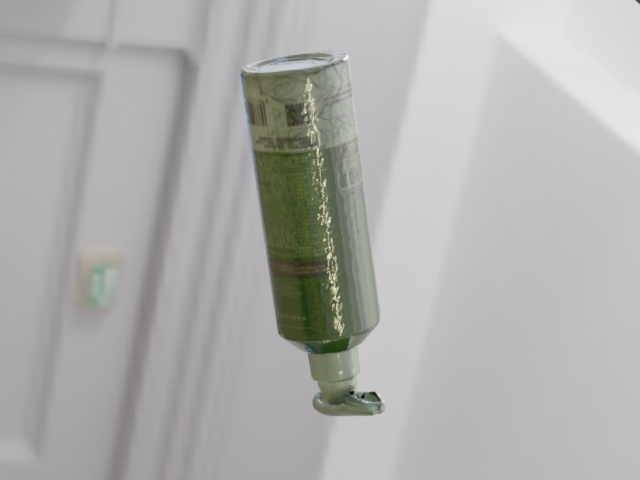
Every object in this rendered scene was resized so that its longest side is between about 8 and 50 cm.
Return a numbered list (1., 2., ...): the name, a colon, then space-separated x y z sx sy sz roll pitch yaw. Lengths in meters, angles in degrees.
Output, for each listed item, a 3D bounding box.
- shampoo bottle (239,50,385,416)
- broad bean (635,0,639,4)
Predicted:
1. shampoo bottle: 0.000 0.000 1.061 0.065 0.065 0.204 -152 -128 -66
2. broad bean: 0.149 -0.142 0.718 0.122 0.228 0.156 -57 -166 17
